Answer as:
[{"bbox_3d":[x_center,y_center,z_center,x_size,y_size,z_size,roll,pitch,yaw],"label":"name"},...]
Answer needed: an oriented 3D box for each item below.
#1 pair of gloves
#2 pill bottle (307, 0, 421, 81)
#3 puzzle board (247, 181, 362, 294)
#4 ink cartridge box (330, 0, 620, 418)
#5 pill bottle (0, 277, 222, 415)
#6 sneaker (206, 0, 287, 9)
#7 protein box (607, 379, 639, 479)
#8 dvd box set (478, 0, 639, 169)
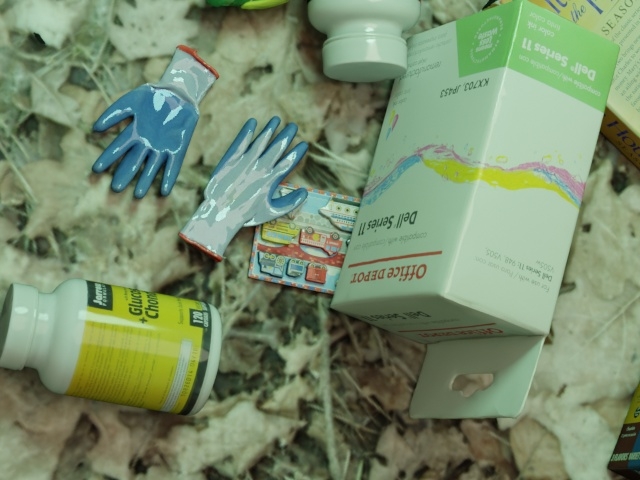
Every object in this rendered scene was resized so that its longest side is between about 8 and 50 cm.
[{"bbox_3d":[-0.106,-0.078,1.705,0.198,0.023,0.159,36,72,-5],"label":"pair of gloves"},{"bbox_3d":[0.041,-0.252,1.740,0.108,0.108,0.193,2,81,-18],"label":"pill bottle"},{"bbox_3d":[0.000,0.000,1.738,0.128,0.011,0.096,12,78,-16],"label":"puzzle board"},{"bbox_3d":[0.128,-0.022,1.673,0.119,0.207,0.353,22,74,-25],"label":"ink cartridge box"},{"bbox_3d":[-0.186,0.090,1.615,0.184,0.103,0.103,11,78,-16],"label":"pill bottle"},{"bbox_3d":[-0.105,-0.354,1.709,0.124,0.109,0.295,-21,88,-24],"label":"sneaker"},{"bbox_3d":[0.422,0.169,1.780,0.201,0.136,0.199,27,75,-12],"label":"protein box"},{"bbox_3d":[0.404,-0.196,1.873,0.420,0.062,0.307,42,72,-8],"label":"dvd box set"}]
